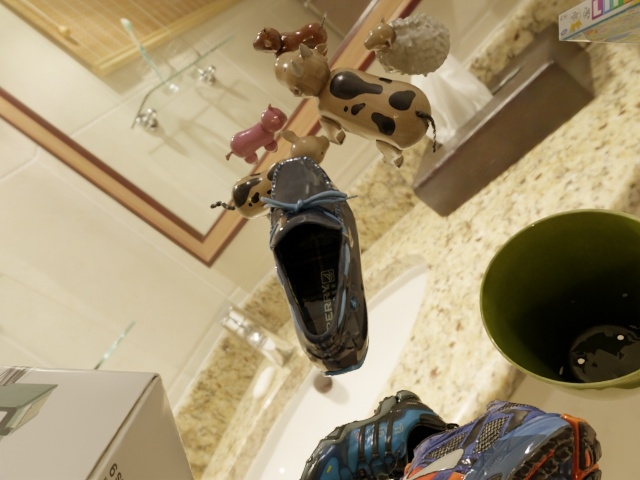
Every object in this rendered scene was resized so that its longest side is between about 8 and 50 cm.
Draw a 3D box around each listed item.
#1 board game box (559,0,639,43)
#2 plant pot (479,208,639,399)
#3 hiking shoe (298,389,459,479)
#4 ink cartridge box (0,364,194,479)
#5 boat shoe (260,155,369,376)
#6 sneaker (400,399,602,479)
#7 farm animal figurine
[{"bbox_3d":[0.310,-0.215,0.451,0.154,0.103,0.026,-171,78,-74],"label":"board game box"},{"bbox_3d":[0.440,0.141,0.807,0.275,0.293,0.275,-22,48,27],"label":"plant pot"},{"bbox_3d":[0.096,0.382,0.900,0.304,0.113,0.132,-32,22,-23],"label":"hiking shoe"},{"bbox_3d":[-0.258,0.218,0.416,0.121,0.289,0.211,-70,-23,-59],"label":"ink cartridge box"},{"bbox_3d":[0.000,0.000,0.508,0.109,0.089,0.258,-23,54,3],"label":"boat shoe"},{"bbox_3d":[0.082,0.185,0.342,0.221,0.083,0.087,-26,12,-15],"label":"sneaker"},{"bbox_3d":[0.009,-0.184,0.723,0.172,0.327,0.330,47,-130,-77],"label":"farm animal figurine"}]
